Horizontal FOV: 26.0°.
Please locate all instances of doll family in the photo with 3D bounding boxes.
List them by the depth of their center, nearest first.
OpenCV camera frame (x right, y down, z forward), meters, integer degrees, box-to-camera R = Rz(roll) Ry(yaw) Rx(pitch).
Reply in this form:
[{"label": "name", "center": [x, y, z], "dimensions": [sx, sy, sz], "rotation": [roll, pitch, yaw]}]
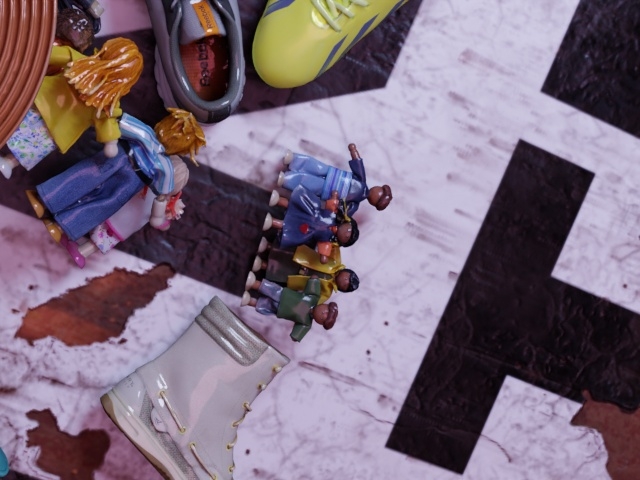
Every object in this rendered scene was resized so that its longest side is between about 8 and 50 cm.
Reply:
[{"label": "doll family", "center": [-0.192, -0.084, 1.216], "dimensions": [0.163, 0.118, 0.263], "rotation": [-35, 123, -5]}, {"label": "doll family", "center": [0.000, 0.000, 1.334], "dimensions": [0.111, 0.076, 0.193], "rotation": [16, 100, 1]}]

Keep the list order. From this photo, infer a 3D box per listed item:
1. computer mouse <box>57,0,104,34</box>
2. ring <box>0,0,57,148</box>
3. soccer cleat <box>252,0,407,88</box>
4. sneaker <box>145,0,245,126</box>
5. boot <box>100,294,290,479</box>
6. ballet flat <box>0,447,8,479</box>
[{"label": "computer mouse", "center": [-0.287, -0.172, 1.239], "dimensions": [0.193, 0.042, 0.106], "rotation": [-47, 123, -6]}, {"label": "ring", "center": [-0.384, -0.193, 1.145], "dimensions": [0.337, 0.032, 0.336], "rotation": [0, 89, 5]}, {"label": "soccer cleat", "center": [0.053, -0.249, 1.281], "dimensions": [0.289, 0.121, 0.093], "rotation": [-41, 108, -5]}, {"label": "sneaker", "center": [-0.117, -0.234, 1.244], "dimensions": [0.100, 0.108, 0.271], "rotation": [-16, 102, -11]}, {"label": "boot", "center": [-0.085, 0.176, 1.343], "dimensions": [0.165, 0.077, 0.213], "rotation": [-43, 105, -7]}, {"label": "ballet flat", "center": [-0.397, 0.141, 1.241], "dimensions": [0.096, 0.095, 0.280], "rotation": [-33, 107, 4]}]
